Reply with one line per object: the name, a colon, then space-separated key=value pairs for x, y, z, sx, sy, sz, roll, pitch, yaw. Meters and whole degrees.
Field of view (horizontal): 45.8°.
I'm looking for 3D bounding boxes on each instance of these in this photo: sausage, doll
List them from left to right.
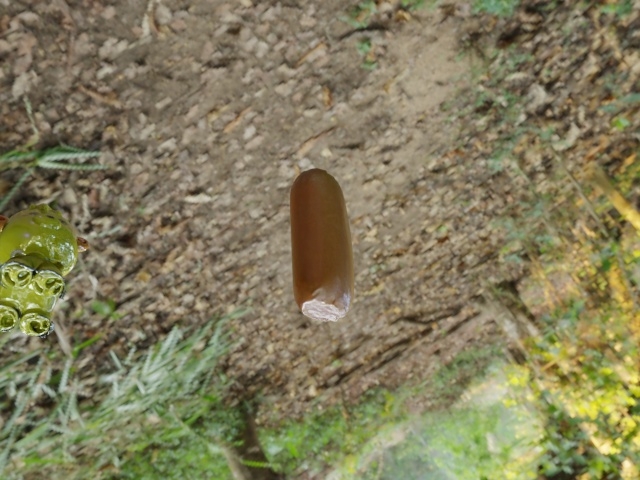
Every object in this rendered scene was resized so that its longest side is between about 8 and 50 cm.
doll: x=-0.396 y=0.025 z=1.056 sx=0.143 sy=0.221 sz=0.135 roll=14 pitch=114 yaw=-23
sausage: x=0.000 y=0.000 z=0.902 sx=0.076 sy=0.197 sz=0.076 roll=-4 pitch=149 yaw=-2
